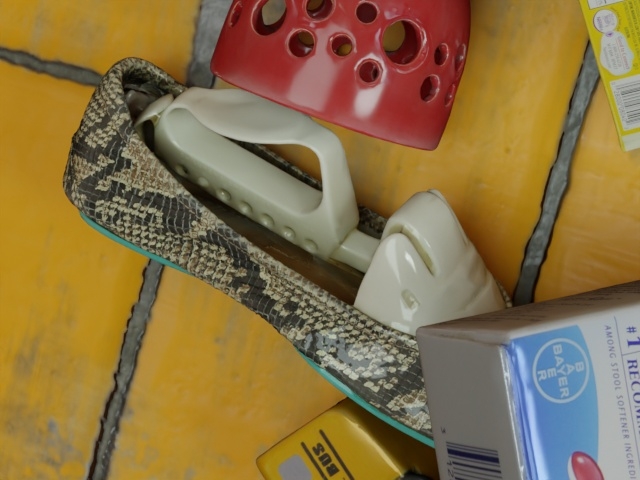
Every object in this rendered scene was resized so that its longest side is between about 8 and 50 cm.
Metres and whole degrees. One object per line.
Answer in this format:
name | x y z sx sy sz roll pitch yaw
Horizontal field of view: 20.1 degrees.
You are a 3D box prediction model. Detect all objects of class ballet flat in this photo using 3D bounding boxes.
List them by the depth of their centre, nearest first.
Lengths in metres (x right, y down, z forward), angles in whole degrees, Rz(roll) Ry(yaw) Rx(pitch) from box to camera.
ballet flat | 0.000 0.000 1.431 0.483 0.164 0.182 32 128 17

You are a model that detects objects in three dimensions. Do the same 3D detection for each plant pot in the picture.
plant pot | 0.029 -0.179 1.396 0.191 0.191 0.174 21 96 18

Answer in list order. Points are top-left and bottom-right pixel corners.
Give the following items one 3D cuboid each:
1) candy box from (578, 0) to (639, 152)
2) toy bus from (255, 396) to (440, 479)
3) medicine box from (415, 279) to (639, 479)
candy box | 0.227 -0.144 1.177 0.105 0.206 0.027 -16 47 9
toy bus | 0.097 0.277 1.466 0.130 0.108 0.333 -37 83 23
medicine box | 0.242 0.165 1.289 0.289 0.149 0.263 -11 93 -22
